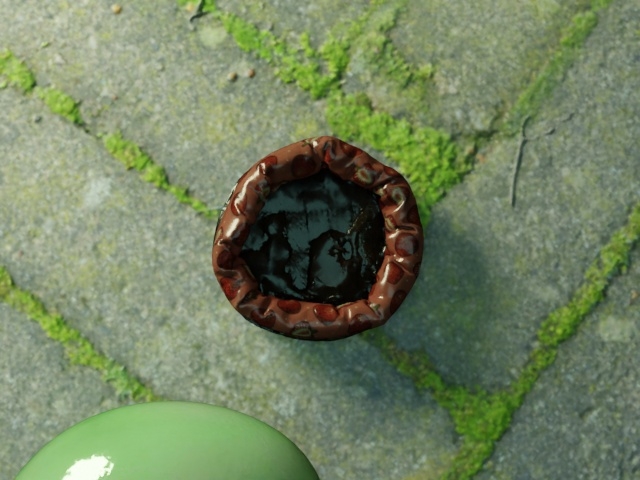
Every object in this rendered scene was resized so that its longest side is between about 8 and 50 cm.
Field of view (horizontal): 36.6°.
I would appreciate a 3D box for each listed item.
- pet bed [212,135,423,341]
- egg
[{"bbox_3d":[0.000,0.000,0.895,0.201,0.053,0.201,1,83,-8],"label":"pet bed"},{"bbox_3d":[-0.126,0.238,0.776,0.270,0.220,0.220,-15,85,-5],"label":"egg"}]
